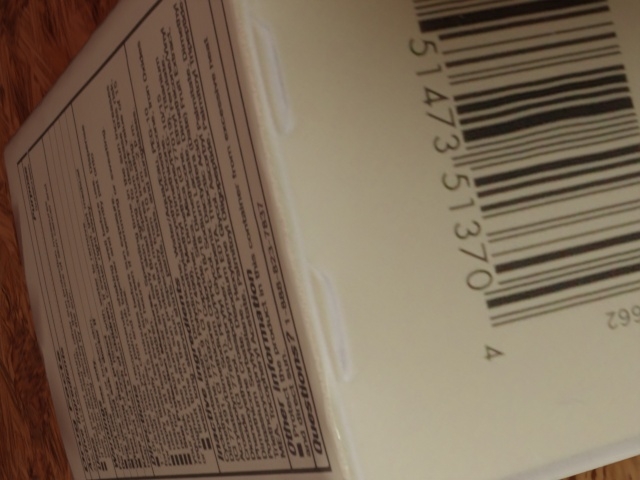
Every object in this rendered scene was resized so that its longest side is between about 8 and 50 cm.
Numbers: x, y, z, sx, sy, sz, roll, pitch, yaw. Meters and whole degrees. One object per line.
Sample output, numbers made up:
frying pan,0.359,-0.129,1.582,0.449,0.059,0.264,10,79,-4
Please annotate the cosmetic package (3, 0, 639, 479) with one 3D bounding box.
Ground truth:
cosmetic package,0.000,0.000,0.506,0.296,0.129,0.153,160,97,-68
